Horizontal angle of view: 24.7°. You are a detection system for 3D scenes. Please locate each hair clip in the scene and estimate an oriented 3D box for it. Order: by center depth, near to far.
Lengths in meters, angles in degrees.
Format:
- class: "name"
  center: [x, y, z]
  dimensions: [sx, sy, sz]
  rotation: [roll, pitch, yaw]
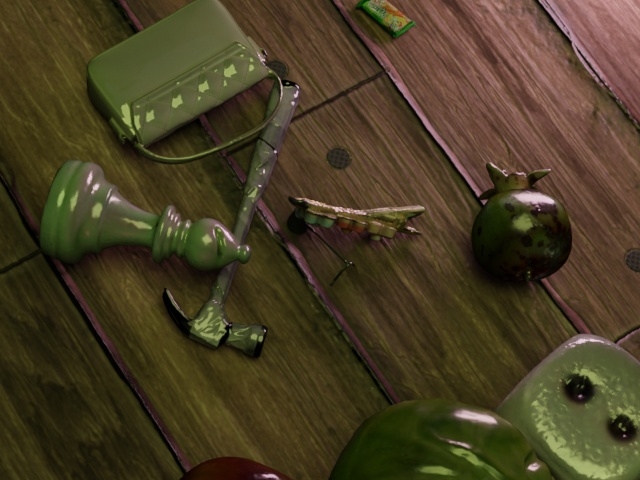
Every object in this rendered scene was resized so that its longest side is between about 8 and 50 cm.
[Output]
- class: "hair clip"
  center: [0.049, -0.028, 2.015]
  dimensions: [0.213, 0.062, 0.056]
  rotation: [3, 104, -27]

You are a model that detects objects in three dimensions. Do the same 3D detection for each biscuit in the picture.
- class: "biscuit"
  center: [0.098, -0.342, 2.207]
  dimensions: [0.089, 0.016, 0.046]
  rotation: [43, 67, 11]

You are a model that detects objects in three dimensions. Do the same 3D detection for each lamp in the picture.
- class: "lamp"
  center: [-0.001, -0.001, 2.018]
  dimensions: [0.041, 0.054, 0.121]
  rotation: [-34, 75, -21]

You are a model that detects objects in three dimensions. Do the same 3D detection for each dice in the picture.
- class: "dice"
  center: [0.334, 0.250, 1.878]
  dimensions: [0.194, 0.193, 0.192]
  rotation: [-36, 71, -22]

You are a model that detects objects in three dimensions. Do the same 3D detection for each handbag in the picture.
- class: "handbag"
  center: [-0.186, -0.211, 2.068]
  dimensions: [0.256, 0.079, 0.219]
  rotation: [-32, 73, -21]

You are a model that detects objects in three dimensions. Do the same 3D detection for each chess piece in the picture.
- class: "chess piece"
  center: [-0.223, -0.013, 1.931]
  dimensions: [0.271, 0.139, 0.139]
  rotation: [14, 65, 4]

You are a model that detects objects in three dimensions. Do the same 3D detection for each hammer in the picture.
- class: "hammer"
  center: [-0.093, -0.043, 2.033]
  dimensions: [0.152, 0.044, 0.427]
  rotation: [19, 63, 1]

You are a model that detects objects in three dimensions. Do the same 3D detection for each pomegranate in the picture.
- class: "pomegranate"
  center: [0.279, -0.018, 2.035]
  dimensions: [0.148, 0.149, 0.169]
  rotation: [14, 34, -3]

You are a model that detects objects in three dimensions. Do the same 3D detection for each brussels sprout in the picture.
- class: "brussels sprout"
  center: [0.166, 0.368, 1.756]
  dimensions: [0.354, 0.281, 0.289]
  rotation: [25, 57, 3]

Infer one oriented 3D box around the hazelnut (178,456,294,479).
- class: "hazelnut"
  center: [-0.114, 0.355, 1.782]
  dimensions: [0.208, 0.208, 0.208]
  rotation: [3, 66, -7]
